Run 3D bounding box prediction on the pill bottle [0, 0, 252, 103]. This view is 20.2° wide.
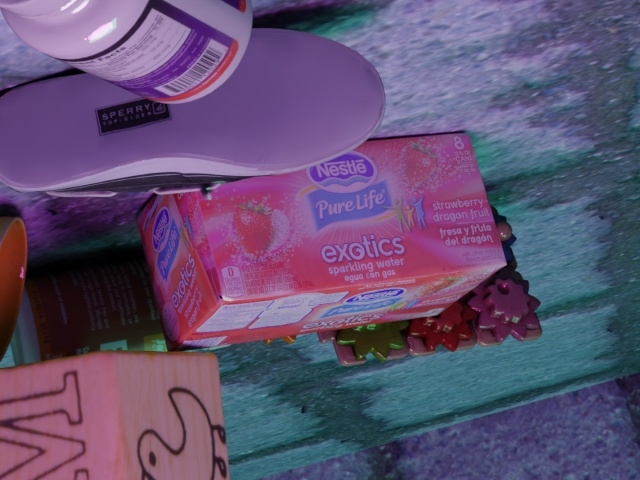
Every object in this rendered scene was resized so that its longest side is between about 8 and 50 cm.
[{"bbox_3d":[-0.130,-0.155,1.100,0.108,0.108,0.193,-21,163,21],"label":"pill bottle"}]

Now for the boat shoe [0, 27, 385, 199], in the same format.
[{"bbox_3d":[-0.100,-0.083,1.372,0.306,0.113,0.105,-13,171,5],"label":"boat shoe"}]

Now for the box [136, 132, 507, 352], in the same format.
[{"bbox_3d":[0.000,0.000,1.682,0.300,0.142,0.154,-7,163,-27],"label":"box"}]

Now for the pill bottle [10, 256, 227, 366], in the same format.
[{"bbox_3d":[-0.202,0.082,1.820,0.216,0.121,0.121,-10,164,-16],"label":"pill bottle"}]

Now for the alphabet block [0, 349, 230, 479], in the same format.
[{"bbox_3d":[-0.207,0.209,1.627,0.193,0.197,0.192,-10,172,25],"label":"alphabet block"}]

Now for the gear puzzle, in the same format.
[{"bbox_3d":[0.065,0.036,1.814,0.339,0.175,0.044,-6,155,-26],"label":"gear puzzle"}]

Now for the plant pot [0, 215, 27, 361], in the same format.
[{"bbox_3d":[-0.323,0.038,1.589,0.095,0.134,0.134,10,164,3],"label":"plant pot"}]
